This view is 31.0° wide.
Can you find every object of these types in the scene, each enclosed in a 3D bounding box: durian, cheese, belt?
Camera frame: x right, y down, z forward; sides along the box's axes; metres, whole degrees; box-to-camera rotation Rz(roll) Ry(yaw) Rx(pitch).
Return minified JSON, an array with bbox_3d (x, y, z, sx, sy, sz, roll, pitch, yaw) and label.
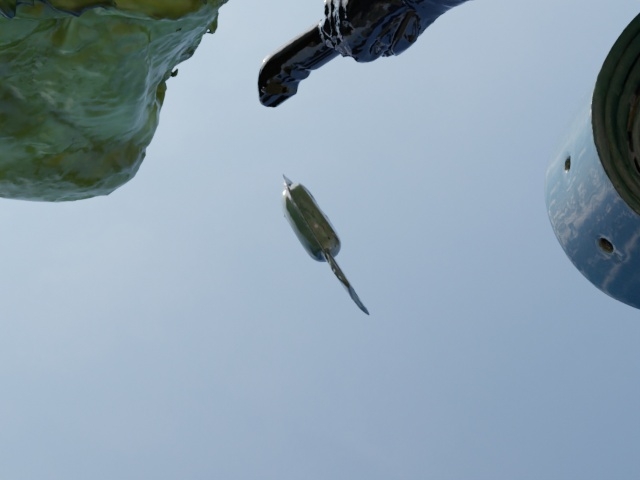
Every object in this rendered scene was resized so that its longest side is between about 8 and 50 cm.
[{"bbox_3d":[-0.183,-0.138,0.639,0.255,0.340,0.204,16,-128,-18],"label":"durian"},{"bbox_3d":[0.000,0.000,0.846,0.026,0.067,0.121,-32,-120,4],"label":"cheese"},{"bbox_3d":[0.435,-0.110,1.268,0.300,0.173,0.436,39,-118,10],"label":"belt"}]

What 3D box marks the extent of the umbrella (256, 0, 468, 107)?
[{"bbox_3d":[0.043,-0.146,0.684,0.071,0.248,0.071,27,-128,-41],"label":"umbrella"}]
